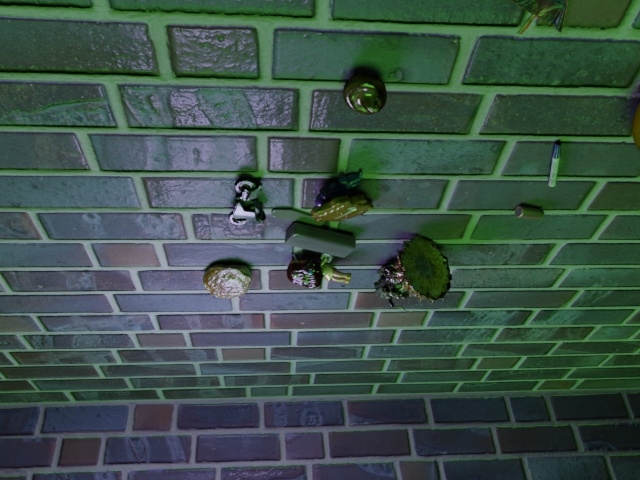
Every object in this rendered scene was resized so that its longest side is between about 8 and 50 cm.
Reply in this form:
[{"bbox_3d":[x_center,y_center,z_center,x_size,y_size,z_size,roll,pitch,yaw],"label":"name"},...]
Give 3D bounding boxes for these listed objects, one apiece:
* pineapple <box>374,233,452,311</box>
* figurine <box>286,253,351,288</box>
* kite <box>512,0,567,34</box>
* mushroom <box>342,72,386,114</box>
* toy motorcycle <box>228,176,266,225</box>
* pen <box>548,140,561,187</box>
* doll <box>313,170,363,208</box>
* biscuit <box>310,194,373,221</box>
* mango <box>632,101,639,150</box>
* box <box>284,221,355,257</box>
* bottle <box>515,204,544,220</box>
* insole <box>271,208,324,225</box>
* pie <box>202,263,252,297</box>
[{"bbox_3d":[0.315,0.140,2.197,0.262,0.263,0.271,18,151,-28],"label":"pineapple"},{"bbox_3d":[-0.007,0.117,2.195,0.239,0.116,0.175,1,146,-7],"label":"figurine"},{"bbox_3d":[0.522,-0.546,1.373,0.189,0.010,0.159,19,141,-27],"label":"kite"},{"bbox_3d":[0.118,-0.380,1.515,0.109,0.085,0.126,26,154,20],"label":"mushroom"},{"bbox_3d":[-0.225,-0.116,1.871,0.122,0.080,0.215,6,140,-13],"label":"toy motorcycle"},{"bbox_3d":[0.734,-0.238,1.829,0.025,0.025,0.204,-10,144,9],"label":"pen"},{"bbox_3d":[0.056,-0.155,1.851,0.205,0.067,0.110,-35,147,20],"label":"doll"},{"bbox_3d":[0.074,-0.097,1.874,0.184,0.035,0.248,-22,168,24],"label":"biscuit"},{"bbox_3d":[1.009,-0.303,1.592,0.301,0.221,0.445,-15,147,11],"label":"mango"},{"bbox_3d":[0.000,0.000,2.071,0.243,0.055,0.103,14,150,-23],"label":"box"},{"bbox_3d":[0.724,-0.095,2.018,0.096,0.045,0.045,7,144,-18],"label":"bottle"},{"bbox_3d":[-0.075,-0.081,1.992,0.191,0.010,0.063,11,144,-22],"label":"insole"},{"bbox_3d":[-0.355,0.147,2.244,0.193,0.079,0.163,-8,135,8],"label":"pie"}]
